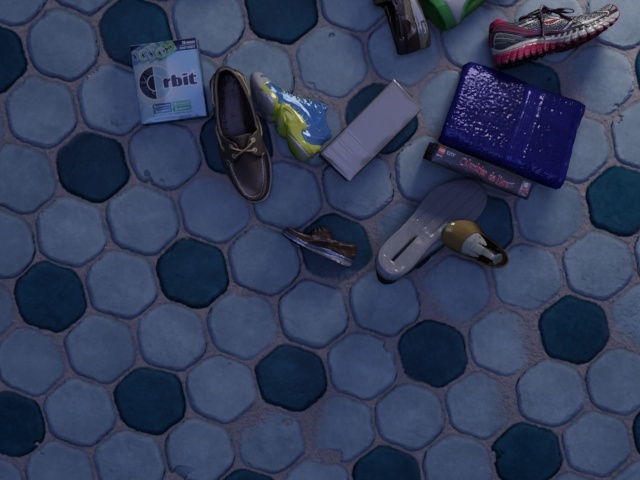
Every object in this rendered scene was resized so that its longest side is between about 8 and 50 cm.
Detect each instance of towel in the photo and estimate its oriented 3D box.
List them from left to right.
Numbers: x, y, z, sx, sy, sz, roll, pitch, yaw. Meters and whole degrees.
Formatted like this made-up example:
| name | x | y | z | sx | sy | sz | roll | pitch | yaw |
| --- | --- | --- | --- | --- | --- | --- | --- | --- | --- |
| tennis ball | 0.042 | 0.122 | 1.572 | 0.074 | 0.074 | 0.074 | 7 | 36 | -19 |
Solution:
| name | x | y | z | sx | sy | sz | roll | pitch | yaw |
| --- | --- | --- | --- | --- | --- | --- | --- | --- | --- |
| towel | 0.444 | -0.267 | 1.716 | 0.308 | 0.076 | 0.227 | 22 | 74 | -1 |

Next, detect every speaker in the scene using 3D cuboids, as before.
| name | x | y | z | sx | sy | sz | roll | pitch | yaw |
| --- | --- | --- | --- | --- | --- | --- | --- | --- | --- |
| speaker | 0.367 | -0.615 | 1.670 | 0.296 | 0.131 | 0.131 | -40 | 93 | 2 |

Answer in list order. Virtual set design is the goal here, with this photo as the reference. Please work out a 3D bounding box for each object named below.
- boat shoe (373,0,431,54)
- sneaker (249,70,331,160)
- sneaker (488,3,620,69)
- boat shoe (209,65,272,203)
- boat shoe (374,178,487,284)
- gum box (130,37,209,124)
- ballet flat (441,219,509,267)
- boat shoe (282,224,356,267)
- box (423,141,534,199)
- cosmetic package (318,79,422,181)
| name | x | y | z | sx | sy | sz | roll | pitch | yaw |
| --- | --- | --- | --- | --- | --- | --- | --- | --- | --- |
| boat shoe | 0.164 | -0.565 | 1.687 | 0.092 | 0.103 | 0.285 | -25 | 100 | -3 |
| sneaker | -0.062 | -0.308 | 1.722 | 0.126 | 0.091 | 0.240 | -34 | 93 | -16 |
| sneaker | 0.536 | -0.490 | 1.685 | 0.299 | 0.121 | 0.112 | -16 | 90 | 0 |
| boat shoe | -0.187 | -0.243 | 1.708 | 0.117 | 0.097 | 0.324 | -12 | 94 | 0 |
| boat shoe | 0.245 | -0.024 | 1.721 | 0.335 | 0.119 | 0.121 | -37 | 81 | -17 |
| gum box | -0.353 | -0.372 | 1.725 | 0.157 | 0.041 | 0.184 | -7 | 93 | 0 |
| ballet flat | 0.363 | 0.012 | 1.677 | 0.073 | 0.232 | 0.080 | 42 | 106 | 41 |
| boat shoe | 0.000 | 0.000 | 1.748 | 0.183 | 0.066 | 0.066 | 24 | 89 | -12 |
| box | 0.358 | -0.162 | 1.686 | 0.233 | 0.159 | 0.044 | 22 | 99 | -1 |
| cosmetic package | 0.113 | -0.250 | 1.696 | 0.107 | 0.127 | 0.238 | 42 | 91 | -4 |
